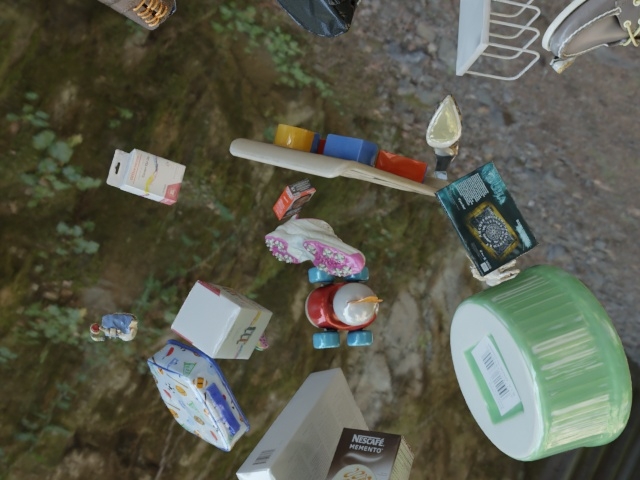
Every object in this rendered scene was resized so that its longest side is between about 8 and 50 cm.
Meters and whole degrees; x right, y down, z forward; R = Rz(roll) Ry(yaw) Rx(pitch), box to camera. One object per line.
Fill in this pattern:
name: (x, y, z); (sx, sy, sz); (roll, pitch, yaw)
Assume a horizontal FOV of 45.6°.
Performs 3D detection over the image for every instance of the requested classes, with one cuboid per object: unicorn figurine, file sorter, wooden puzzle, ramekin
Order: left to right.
wooden puzzle: (0.046, -0.165, 1.521); (0.347, 0.081, 0.322); (5, -170, -46)
unicorn figurine: (0.426, 0.078, 1.856); (0.111, 0.060, 0.162); (-19, 145, 7)
file sorter: (0.485, -0.600, 2.054); (0.173, 0.278, 0.193); (7, 167, -9)
ramekin: (0.336, 0.202, 1.225); (0.148, 0.303, 0.303); (-15, -173, -17)

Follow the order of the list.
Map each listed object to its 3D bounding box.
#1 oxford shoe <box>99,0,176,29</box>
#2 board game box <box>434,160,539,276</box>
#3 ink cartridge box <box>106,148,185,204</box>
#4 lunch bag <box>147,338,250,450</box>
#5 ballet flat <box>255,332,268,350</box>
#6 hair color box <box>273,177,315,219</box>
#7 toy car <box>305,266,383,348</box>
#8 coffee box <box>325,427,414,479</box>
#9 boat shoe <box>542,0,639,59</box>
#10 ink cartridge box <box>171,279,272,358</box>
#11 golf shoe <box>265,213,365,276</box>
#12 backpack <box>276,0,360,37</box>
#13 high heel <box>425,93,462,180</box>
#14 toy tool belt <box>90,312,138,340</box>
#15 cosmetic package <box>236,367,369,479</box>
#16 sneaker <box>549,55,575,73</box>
oxford shoe: (-0.331, -0.464, 1.404); (0.133, 0.130, 0.364); (49, -166, -14)
board game box: (0.317, -0.041, 1.452); (0.186, 0.126, 0.026); (61, 179, 1)
ink cartridge box: (-0.506, -0.190, 2.212); (0.198, 0.115, 0.067); (18, 166, -24)
lunch bag: (-0.313, 0.411, 2.002); (0.243, 0.115, 0.303); (8, 132, 44)
ballet flat: (-0.219, 0.218, 2.130); (0.221, 0.079, 0.077); (35, -168, 33)
hair color box: (-0.072, -0.111, 2.062); (0.043, 0.072, 0.141); (61, 153, 12)
toy car: (0.096, 0.170, 2.019); (0.210, 0.219, 0.238); (1, 171, -28)
coffee box: (0.082, 0.512, 1.520); (0.141, 0.246, 0.098); (-1, 139, 30)
boat shoe: (0.530, -0.387, 1.275); (0.097, 0.324, 0.116); (60, 174, 22)
ink cartridge box: (-0.216, 0.180, 1.698); (0.128, 0.127, 0.176); (29, -179, 21)
golf shoe: (0.000, 0.000, 1.955); (0.306, 0.140, 0.115); (16, 142, 36)
backpack: (0.005, -0.679, 1.797); (0.290, 0.355, 0.273); (46, 152, -27)
high heel: (0.343, -0.312, 2.069); (0.093, 0.186, 0.261); (9, 130, 11)
toy tool belt: (-0.360, 0.148, 1.326); (0.083, 0.052, 0.051); (1, 157, -12)
cosmetic package: (-0.006, 0.503, 1.675); (0.097, 0.377, 0.284); (-18, 104, 31)
sneaker: (0.539, -0.401, 1.689); (0.037, 0.083, 0.032); (43, 136, 15)
